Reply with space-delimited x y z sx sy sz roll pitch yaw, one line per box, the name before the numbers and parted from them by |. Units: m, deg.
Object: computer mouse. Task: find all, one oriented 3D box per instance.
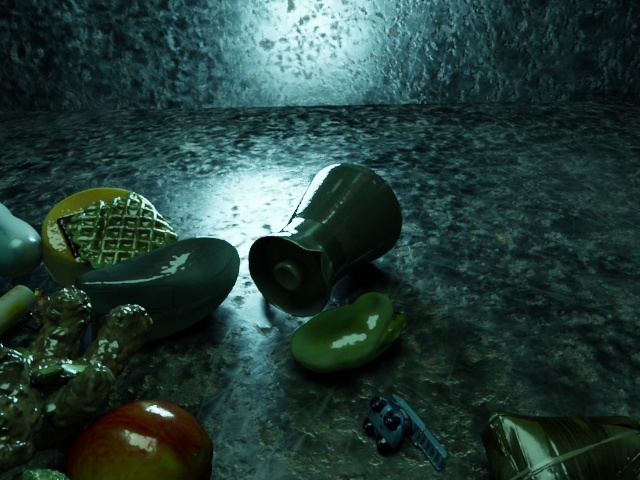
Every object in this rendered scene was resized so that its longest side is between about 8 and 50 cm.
computer mouse | -0.324 0.113 1.071 0.370 0.188 0.122 -18 40 -24

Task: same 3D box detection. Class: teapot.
teapot | 0.000 0.000 1.190 0.300 0.253 0.344 -31 8 44

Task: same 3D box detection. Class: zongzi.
zongzi | 0.355 0.343 0.680 0.247 0.111 0.241 0 47 -5

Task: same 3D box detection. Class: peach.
peach | -0.249 0.308 0.714 0.197 0.197 0.197 -3 29 2

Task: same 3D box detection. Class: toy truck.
toy truck | 0.127 0.299 0.811 0.074 0.063 0.136 2 26 -31

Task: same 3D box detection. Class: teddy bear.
teddy bear | -0.395 0.173 0.724 0.246 0.222 0.296 12 59 7

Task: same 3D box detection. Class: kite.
kite | -0.665 0.155 1.206 0.241 0.014 0.183 -15 30 -17

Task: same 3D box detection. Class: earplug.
earplug | -0.784 0.003 1.280 0.324 0.185 0.185 13 33 39

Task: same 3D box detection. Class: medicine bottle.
medicine bottle | -0.696 0.181 1.092 0.074 0.074 0.218 6 33 17

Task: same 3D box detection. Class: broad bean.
broad bean | 0.054 0.181 0.998 0.228 0.100 0.169 -17 22 1

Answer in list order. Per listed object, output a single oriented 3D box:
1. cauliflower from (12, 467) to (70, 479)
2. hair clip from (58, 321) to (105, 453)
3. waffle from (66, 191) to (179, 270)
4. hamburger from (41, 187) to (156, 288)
cauliflower | -0.376 0.378 0.518 0.272 0.250 0.275 -32 27 -2
hair clip | -0.415 0.230 0.888 0.090 0.137 0.278 -5 45 -34
waffle | -0.431 -0.016 1.140 0.214 0.054 0.208 37 52 19
hamburger | -0.510 0.010 1.258 0.300 0.176 0.300 6 45 -6
